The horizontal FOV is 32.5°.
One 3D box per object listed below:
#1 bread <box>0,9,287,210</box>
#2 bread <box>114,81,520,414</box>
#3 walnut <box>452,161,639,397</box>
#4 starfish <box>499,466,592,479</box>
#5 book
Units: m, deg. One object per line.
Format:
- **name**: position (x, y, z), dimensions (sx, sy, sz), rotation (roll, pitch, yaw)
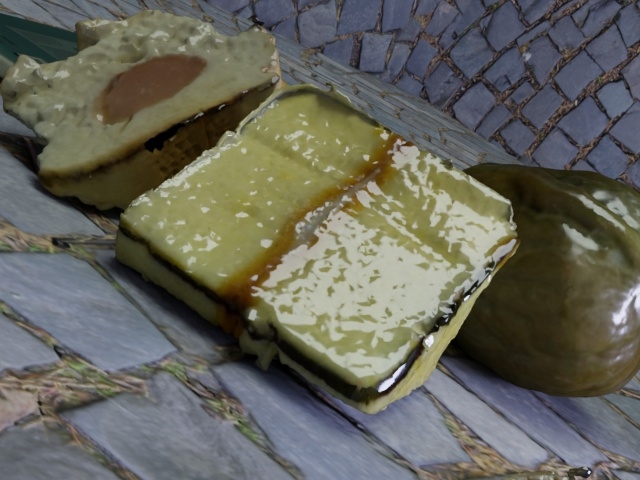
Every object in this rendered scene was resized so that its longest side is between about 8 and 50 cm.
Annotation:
- **bread**: position (-0.147, -0.139, 1.029), dimensions (0.224, 0.211, 0.183), rotation (20, 22, -52)
- **bread**: position (0.000, 0.000, 0.895), dimensions (0.263, 0.198, 0.236), rotation (32, 21, 18)
- **walnut**: position (0.229, 0.037, 1.130), dimensions (0.283, 0.227, 0.283), rotation (34, -28, 21)
- **starfish**: position (0.236, 0.224, 0.831), dimensions (0.247, 0.050, 0.138), rotation (14, 21, -38)
- **book**: position (-0.305, -0.217, 1.377), dimensions (0.264, 0.031, 0.379), rotation (36, 15, 23)
